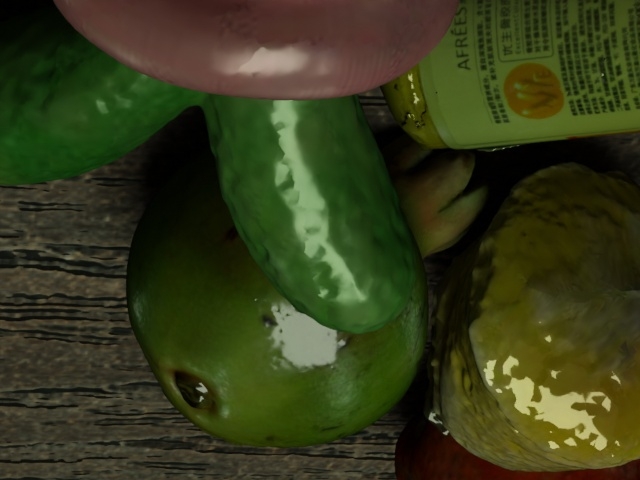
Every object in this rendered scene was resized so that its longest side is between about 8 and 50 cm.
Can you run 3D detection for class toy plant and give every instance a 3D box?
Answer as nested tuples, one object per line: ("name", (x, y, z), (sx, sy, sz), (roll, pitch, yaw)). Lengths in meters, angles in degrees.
("toy plant", (-0.062, -0.139, 0.863), (0.317, 0.211, 0.356), (20, 138, 4))

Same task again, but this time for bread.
("bread", (0.159, 0.057, 1.149), (0.197, 0.197, 0.170), (7, 163, -23))

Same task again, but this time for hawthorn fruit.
("hawthorn fruit", (0.162, 0.201, 1.290), (0.207, 0.243, 0.207), (-9, 144, -6))

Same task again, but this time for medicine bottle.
("medicine bottle", (0.146, -0.115, 0.963), (0.238, 0.124, 0.124), (-6, 145, 22))

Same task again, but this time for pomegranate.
("pomegranate", (-0.001, 0.011, 1.057), (0.240, 0.190, 0.159), (-8, 139, -5))
